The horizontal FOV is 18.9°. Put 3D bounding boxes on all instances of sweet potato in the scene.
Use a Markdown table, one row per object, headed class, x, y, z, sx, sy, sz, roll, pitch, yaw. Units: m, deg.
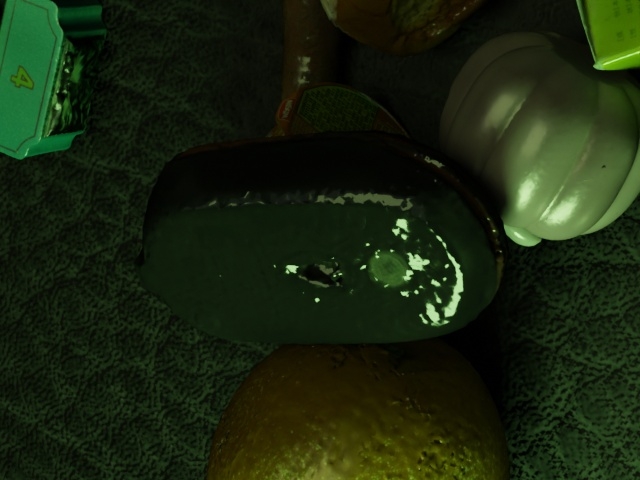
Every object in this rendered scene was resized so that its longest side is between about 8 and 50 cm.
| class | x | y | z | sx | sy | sz | roll | pitch | yaw |
| --- | --- | --- | --- | --- | --- | --- | --- | --- | --- |
| sweet potato | -0.012 | -0.298 | 1.729 | 0.109 | 0.109 | 0.385 | -2 | 101 | 35 |

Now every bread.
| class | x | y | z | sx | sy | sz | roll | pitch | yaw |
| --- | --- | --- | --- | --- | --- | --- | --- | --- | --- |
| bread | 0.115 | -0.286 | 1.610 | 0.288 | 0.152 | 0.119 | -45 | 54 | 30 |

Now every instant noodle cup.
| class | x | y | z | sx | sy | sz | roll | pitch | yaw |
| --- | --- | --- | --- | --- | --- | --- | --- | --- | --- |
| instant noodle cup | -0.021 | -0.029 | 1.740 | 0.185 | 0.168 | 0.168 | -37 | 75 | 40 |

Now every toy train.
| class | x | y | z | sx | sy | sz | roll | pitch | yaw |
| --- | --- | --- | --- | --- | --- | --- | --- | --- | --- |
| toy train | -0.303 | -0.177 | 1.944 | 0.154 | 0.107 | 0.198 | 22 | 108 | 23 |

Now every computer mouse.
| class | x | y | z | sx | sy | sz | roll | pitch | yaw |
| --- | --- | --- | --- | --- | --- | --- | --- | --- | --- |
| computer mouse | 0.002 | -0.003 | 1.567 | 0.323 | 0.116 | 0.183 | -1 | 120 | 25 |

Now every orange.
| class | x | y | z | sx | sy | sz | roll | pitch | yaw |
| --- | --- | --- | --- | --- | --- | --- | --- | --- | --- |
| orange | 0.033 | 0.202 | 1.653 | 0.274 | 0.274 | 0.274 | 5 | 99 | 34 |

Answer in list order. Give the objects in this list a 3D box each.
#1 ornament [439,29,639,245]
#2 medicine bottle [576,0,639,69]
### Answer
| class | x | y | z | sx | sy | sz | roll | pitch | yaw |
| --- | --- | --- | --- | --- | --- | --- | --- | --- | --- |
| ornament | 0.182 | -0.080 | 1.572 | 0.177 | 0.177 | 0.177 | 5 | 99 | 34 |
| medicine bottle | 0.327 | -0.225 | 1.473 | 0.250 | 0.137 | 0.141 | -17 | 86 | 34 |
